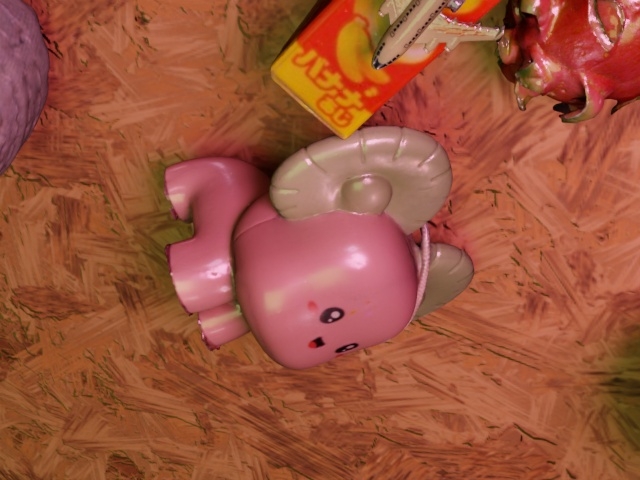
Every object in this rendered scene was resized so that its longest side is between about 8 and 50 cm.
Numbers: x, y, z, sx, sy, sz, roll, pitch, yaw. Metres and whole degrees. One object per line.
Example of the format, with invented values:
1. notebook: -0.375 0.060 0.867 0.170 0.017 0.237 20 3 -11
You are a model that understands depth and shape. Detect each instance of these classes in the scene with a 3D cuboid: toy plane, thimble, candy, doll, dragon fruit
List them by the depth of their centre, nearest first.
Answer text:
1. toy plane: 0.070 -0.157 0.631 0.102 0.040 0.111 38 130 -7
2. dragon fruit: 0.225 -0.181 0.675 0.135 0.137 0.236 39 126 -11
3. candy: 0.091 -0.210 0.703 0.088 0.146 0.276 42 127 -12
4. doll: 0.000 0.000 0.877 0.268 0.216 0.284 -15 143 5
5. thimble: -0.373 -0.164 0.905 0.204 0.172 0.250 6 128 12
